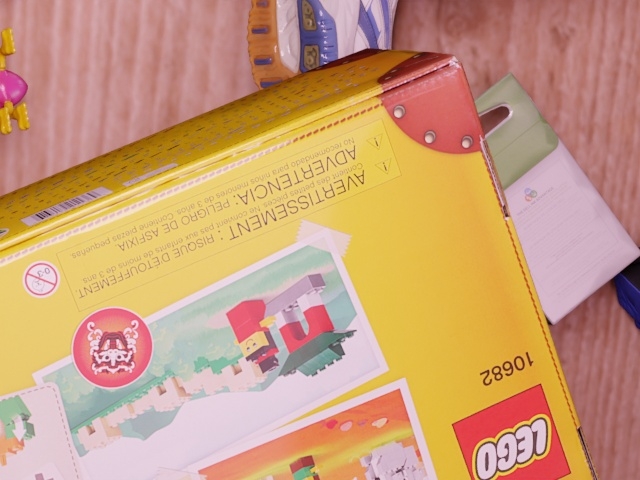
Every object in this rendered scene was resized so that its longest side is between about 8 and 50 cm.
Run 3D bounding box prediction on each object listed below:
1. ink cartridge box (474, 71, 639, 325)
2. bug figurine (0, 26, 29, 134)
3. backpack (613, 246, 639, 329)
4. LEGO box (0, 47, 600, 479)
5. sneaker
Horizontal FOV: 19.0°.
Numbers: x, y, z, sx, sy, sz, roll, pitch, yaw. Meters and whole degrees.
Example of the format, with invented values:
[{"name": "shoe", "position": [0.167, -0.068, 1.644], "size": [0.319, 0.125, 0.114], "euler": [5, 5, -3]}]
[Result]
[{"name": "ink cartridge box", "position": [0.185, -0.037, 1.748], "size": [0.109, 0.062, 0.209], "euler": [-38, 98, -8]}, {"name": "bug figurine", "position": [-0.340, -0.175, 1.544], "size": [0.216, 0.072, 0.279], "euler": [-4, 83, -26]}, {"name": "backpack", "position": [0.349, 0.042, 1.803], "size": [0.120, 0.098, 0.101], "euler": [-29, 135, -11]}, {"name": "LEGO box", "position": [-0.095, 0.134, 1.261], "size": [0.500, 0.193, 0.373], "euler": [-23, 103, -13]}, {"name": "sneaker", "position": [0.010, -0.252, 1.543], "size": [0.131, 0.111, 0.297], "euler": [-15, 115, -48]}]
